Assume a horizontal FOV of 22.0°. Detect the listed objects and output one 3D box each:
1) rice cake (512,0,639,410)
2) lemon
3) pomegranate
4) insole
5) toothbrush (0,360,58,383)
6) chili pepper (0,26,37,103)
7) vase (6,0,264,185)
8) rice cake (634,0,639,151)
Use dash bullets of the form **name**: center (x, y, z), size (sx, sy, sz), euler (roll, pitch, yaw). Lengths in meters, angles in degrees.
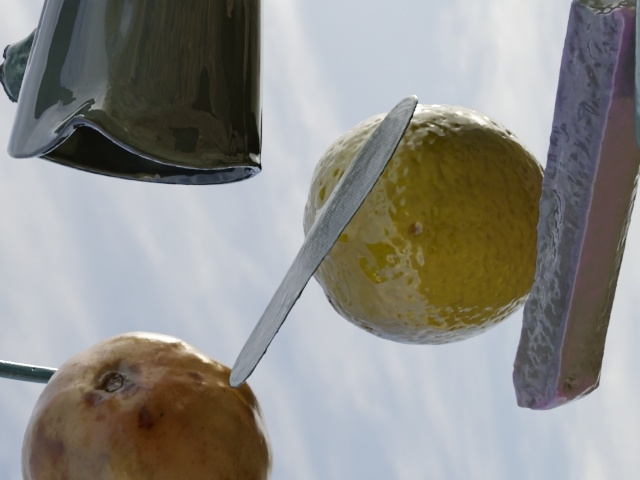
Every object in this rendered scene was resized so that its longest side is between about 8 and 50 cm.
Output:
- **rice cake**: center (0.206, -0.028, 1.259), size (0.070, 0.064, 0.399), euler (-22, -48, -34)
- **lemon**: center (0.109, -0.016, 1.647), size (0.267, 0.267, 0.267), euler (-10, -90, -66)
- **pomegranate**: center (-0.143, 0.177, 1.356), size (0.207, 0.207, 0.207), euler (-10, -90, -66)
- **insole**: center (-0.001, 0.000, 1.101), size (0.003, 0.232, 0.080), euler (32, -178, -15)
- **toothbrush**: center (-0.221, 0.147, 1.675), size (0.019, 0.276, 0.025), euler (-99, 21, -51)
- **chili pepper**: center (-0.185, -0.193, 1.556), size (0.136, 0.270, 0.099), euler (-42, -65, -34)
- **vase**: center (-0.099, -0.175, 1.054), size (0.251, 0.156, 0.300), euler (54, -140, -75)
- **rice cake**: center (0.229, -0.159, 1.089), size (0.080, 0.042, 0.221), euler (-81, -12, -53)
